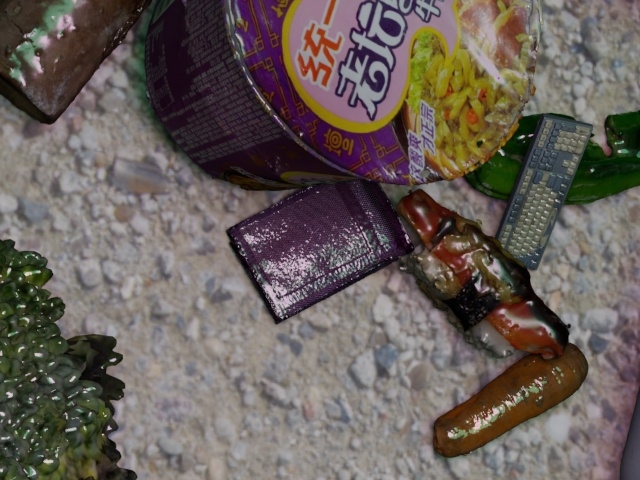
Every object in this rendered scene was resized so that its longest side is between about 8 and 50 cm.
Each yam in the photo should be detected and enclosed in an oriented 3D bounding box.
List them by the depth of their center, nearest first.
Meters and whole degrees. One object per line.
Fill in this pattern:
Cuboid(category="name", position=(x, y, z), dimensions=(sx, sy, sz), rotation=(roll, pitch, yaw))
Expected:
Cuboid(category="yam", position=(-0.227, -0.252, 1.828), dimensions=(0.131, 0.131, 0.279), rotation=(37, 75, -6))

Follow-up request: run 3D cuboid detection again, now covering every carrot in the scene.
Cuboid(category="carrot", position=(0.191, 0.162, 1.896), dimensions=(0.186, 0.060, 0.060), rotation=(-31, 89, -17))

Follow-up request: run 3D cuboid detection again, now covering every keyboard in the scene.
Cuboid(category="keyboard", position=(0.221, -0.047, 1.901), dimensions=(0.055, 0.014, 0.176), rotation=(10, 121, -13))

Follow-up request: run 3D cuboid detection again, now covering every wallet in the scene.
Cuboid(category="wallet", position=(0.000, 0.000, 1.889), dimensions=(0.166, 0.030, 0.111), rotation=(-28, 89, -17))

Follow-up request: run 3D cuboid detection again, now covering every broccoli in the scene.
Cuboid(category="broccoli", position=(-0.315, 0.150, 1.658), dimensions=(0.324, 0.272, 0.334), rotation=(-35, 87, -19))

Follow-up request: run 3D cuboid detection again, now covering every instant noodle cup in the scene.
Cuboid(category="instant noodle cup", position=(0.001, -0.186, 1.773), dimensions=(0.340, 0.266, 0.339), rotation=(6, 76, -28))

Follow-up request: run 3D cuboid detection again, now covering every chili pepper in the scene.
Cuboid(category="chili pepper", position=(0.271, -0.088, 1.950), dimensions=(0.253, 0.083, 0.099), rotation=(-6, 73, -19))

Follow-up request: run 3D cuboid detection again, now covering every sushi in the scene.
Cuboid(category="sushi", position=(0.154, 0.041, 1.883), dimensions=(0.103, 0.097, 0.226), rotation=(-40, 96, 14))

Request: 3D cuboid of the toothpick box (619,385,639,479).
Cuboid(category="toothpick box", position=(0.437, 0.173, 1.876), dimensions=(0.263, 0.263, 0.354), rotation=(20, 77, -10))
